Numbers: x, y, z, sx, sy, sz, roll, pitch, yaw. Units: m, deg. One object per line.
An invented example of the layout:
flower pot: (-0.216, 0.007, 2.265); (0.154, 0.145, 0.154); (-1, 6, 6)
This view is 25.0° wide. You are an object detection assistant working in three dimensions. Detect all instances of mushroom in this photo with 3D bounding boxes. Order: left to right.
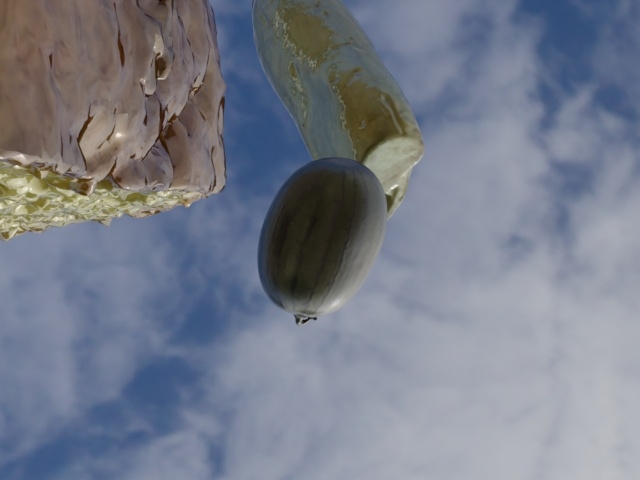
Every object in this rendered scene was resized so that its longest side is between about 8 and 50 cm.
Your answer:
mushroom: (0.004, -0.141, 1.198); (0.312, 0.081, 0.100); (-113, -146, -48)

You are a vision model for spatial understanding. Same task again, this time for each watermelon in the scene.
watermelon: (0.000, 0.000, 0.916); (0.078, 0.078, 0.110); (26, -85, 25)

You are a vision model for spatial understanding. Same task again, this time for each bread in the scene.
bread: (-0.145, -0.091, 0.514); (0.194, 0.340, 0.179); (-9, -92, 10)
